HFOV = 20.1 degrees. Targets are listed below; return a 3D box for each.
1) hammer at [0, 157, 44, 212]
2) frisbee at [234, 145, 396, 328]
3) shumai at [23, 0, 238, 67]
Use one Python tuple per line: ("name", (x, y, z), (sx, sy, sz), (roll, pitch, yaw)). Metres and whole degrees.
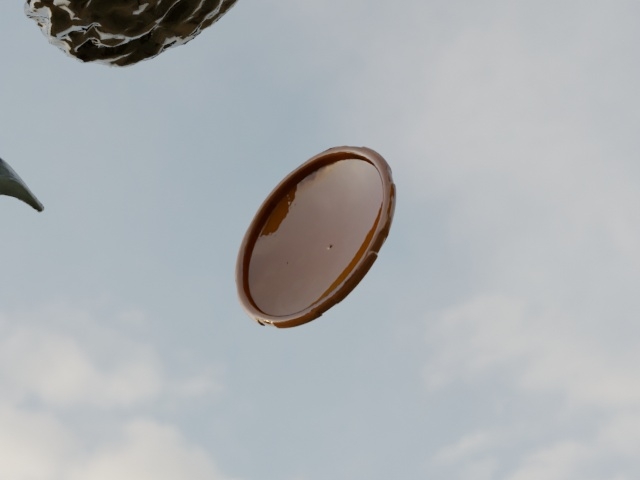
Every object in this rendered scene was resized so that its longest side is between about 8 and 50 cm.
("hammer", (-0.232, 0.046, 1.086), (0.103, 0.029, 0.246), (-18, -37, -38))
("frisbee", (0.000, 0.000, 1.653), (0.192, 0.192, 0.035), (-34, -51, 24))
("shumai", (-0.137, -0.300, 1.157), (0.217, 0.283, 0.346), (-13, -48, -48))
